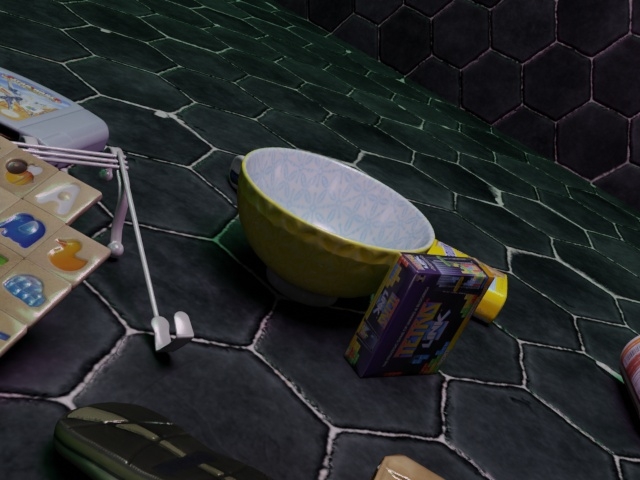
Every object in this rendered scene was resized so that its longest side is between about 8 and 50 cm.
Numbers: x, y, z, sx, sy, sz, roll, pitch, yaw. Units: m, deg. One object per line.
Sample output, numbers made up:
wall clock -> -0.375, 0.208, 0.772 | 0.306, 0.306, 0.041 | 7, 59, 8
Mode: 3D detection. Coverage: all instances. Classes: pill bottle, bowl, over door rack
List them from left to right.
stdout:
over door rack -> -0.313, 0.010, 0.817 | 0.240, 0.108, 0.324 | 3, 45, -37
bowl -> 0.000, 0.000, 1.045 | 0.290, 0.156, 0.289 | 20, 24, -10
pill bottle -> 0.534, 0.236, 1.093 | 0.121, 0.121, 0.216 | 24, 24, -1

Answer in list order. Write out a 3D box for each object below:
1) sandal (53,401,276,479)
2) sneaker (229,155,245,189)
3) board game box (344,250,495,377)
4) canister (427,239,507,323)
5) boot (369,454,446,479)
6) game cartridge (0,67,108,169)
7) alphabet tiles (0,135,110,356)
sandal -> -0.105, 0.222, 0.579 | 0.303, 0.086, 0.120 | 21, 7, 39
sneaker -> -0.065, -0.083, 1.255 | 0.121, 0.079, 0.217 | 6, 28, -33
board game box -> 0.128, 0.098, 0.940 | 0.141, 0.170, 0.048 | 4, 32, -37
canister -> 0.227, 0.062, 1.235 | 0.170, 0.073, 0.126 | 27, 24, 3
boot -> 0.176, 0.281, 0.705 | 0.270, 0.089, 0.236 | 27, 23, 11
game cartridge -> -0.500, -0.210, 1.152 | 0.297, 0.062, 0.198 | 26, 28, 4
alphabet tiles -> -0.381, 0.013, 0.671 | 0.285, 0.011, 0.342 | 27, 47, 11
